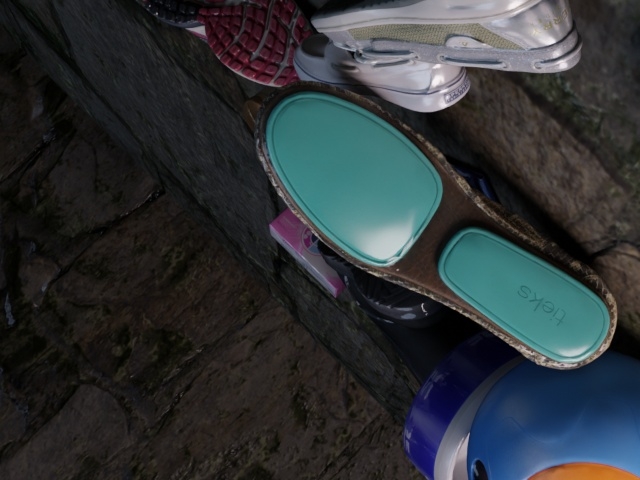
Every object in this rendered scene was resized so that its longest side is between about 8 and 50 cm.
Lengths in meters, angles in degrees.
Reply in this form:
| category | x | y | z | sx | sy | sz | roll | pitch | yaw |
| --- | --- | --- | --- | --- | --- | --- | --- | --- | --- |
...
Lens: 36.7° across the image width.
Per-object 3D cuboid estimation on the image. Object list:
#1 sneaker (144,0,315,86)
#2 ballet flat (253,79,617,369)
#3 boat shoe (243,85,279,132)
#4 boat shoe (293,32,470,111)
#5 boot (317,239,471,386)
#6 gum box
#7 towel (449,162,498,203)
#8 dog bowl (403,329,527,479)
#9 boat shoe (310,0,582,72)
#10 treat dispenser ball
| category | x | y | z | sx | sy | sz | roll | pitch | yaw |
| --- | --- | --- | --- | --- | --- | --- | --- | --- | --- |
| sneaker | -0.104 | -0.296 | 1.282 | 0.299 | 0.121 | 0.112 | 38 | -166 | 30 |
| ballet flat | 0.127 | -0.018 | 1.126 | 0.482 | 0.164 | 0.182 | 33 | -170 | -9 |
| boat shoe | 0.012 | -0.114 | 1.454 | 0.302 | 0.098 | 0.109 | 51 | 153 | -8 |
| boat shoe | 0.055 | -0.212 | 1.066 | 0.258 | 0.095 | 0.084 | 17 | 146 | 44 |
| boot | 0.203 | 0.181 | 1.594 | 0.445 | 0.146 | 0.367 | 57 | 174 | -25 |
| gum box | 0.000 | 0.000 | 1.796 | 0.188 | 0.107 | 0.062 | 44 | 167 | 11 |
| towel | 0.154 | -0.052 | 1.325 | 0.285 | 0.034 | 0.209 | 30 | 160 | 50 |
| dog bowl | 0.253 | 0.264 | 1.439 | 0.104 | 0.265 | 0.265 | 38 | 165 | 41 |
| boat shoe | 0.101 | -0.201 | 0.877 | 0.320 | 0.118 | 0.103 | 12 | 140 | 56 |
| treat dispenser ball | 0.325 | 0.274 | 1.191 | 0.288 | 0.288 | 0.288 | 43 | 167 | 13 |
